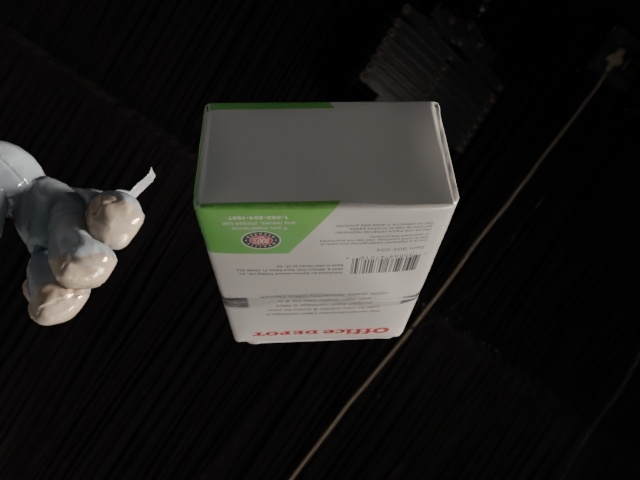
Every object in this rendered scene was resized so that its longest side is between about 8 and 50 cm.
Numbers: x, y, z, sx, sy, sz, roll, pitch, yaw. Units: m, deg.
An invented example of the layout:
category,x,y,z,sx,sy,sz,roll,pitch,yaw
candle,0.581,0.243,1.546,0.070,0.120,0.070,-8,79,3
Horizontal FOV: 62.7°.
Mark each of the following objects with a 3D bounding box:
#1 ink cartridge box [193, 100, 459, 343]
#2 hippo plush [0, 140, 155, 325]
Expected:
category,x,y,z,sx,sy,sz,roll,pitch,yaw
ink cartridge box,0.000,0.000,0.522,0.199,0.114,0.272,-1,-31,-3
hippo plush,-0.395,-0.052,0.736,0.237,0.294,0.234,36,-34,-26
